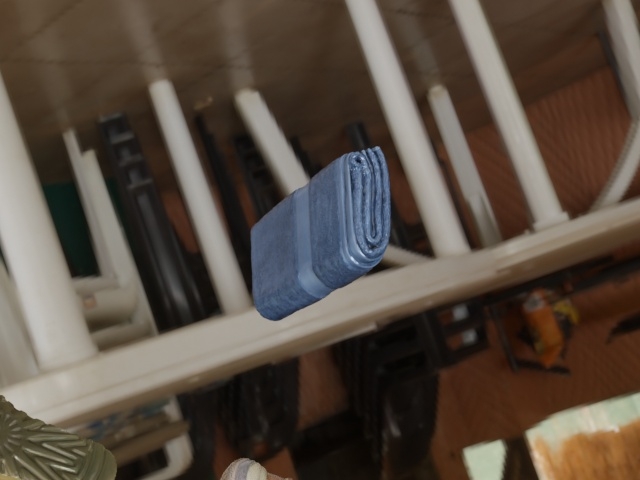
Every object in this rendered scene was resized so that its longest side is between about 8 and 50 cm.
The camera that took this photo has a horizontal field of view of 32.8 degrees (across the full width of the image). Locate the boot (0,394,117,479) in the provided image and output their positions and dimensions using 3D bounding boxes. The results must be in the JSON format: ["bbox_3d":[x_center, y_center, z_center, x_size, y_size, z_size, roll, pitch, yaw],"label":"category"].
[{"bbox_3d":[-0.321,0.264,1.022,0.270,0.236,0.089,-65,177,39],"label":"boot"}]

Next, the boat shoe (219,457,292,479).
[{"bbox_3d":[-0.061,0.336,0.859,0.116,0.324,0.123,20,152,-10],"label":"boat shoe"}]

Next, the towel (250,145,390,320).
[{"bbox_3d":[0.000,0.000,0.599,0.029,0.067,0.119,11,156,-29],"label":"towel"}]
